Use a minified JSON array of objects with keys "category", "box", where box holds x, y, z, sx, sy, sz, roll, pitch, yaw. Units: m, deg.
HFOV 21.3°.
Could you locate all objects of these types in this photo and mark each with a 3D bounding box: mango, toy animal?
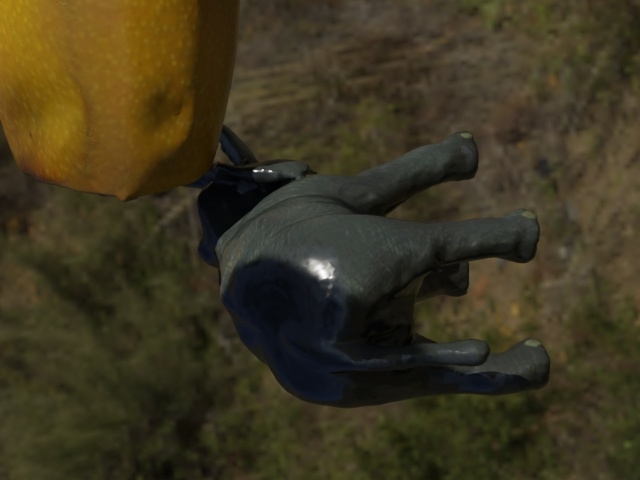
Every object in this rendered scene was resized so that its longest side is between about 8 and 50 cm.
[{"category":"mango","box":[-0.114,-0.183,0.790,0.187,0.144,0.359,120,139,-56]},{"category":"toy animal","box":[0.008,-0.002,0.771,0.269,0.137,0.082,-135,40,-60]}]
